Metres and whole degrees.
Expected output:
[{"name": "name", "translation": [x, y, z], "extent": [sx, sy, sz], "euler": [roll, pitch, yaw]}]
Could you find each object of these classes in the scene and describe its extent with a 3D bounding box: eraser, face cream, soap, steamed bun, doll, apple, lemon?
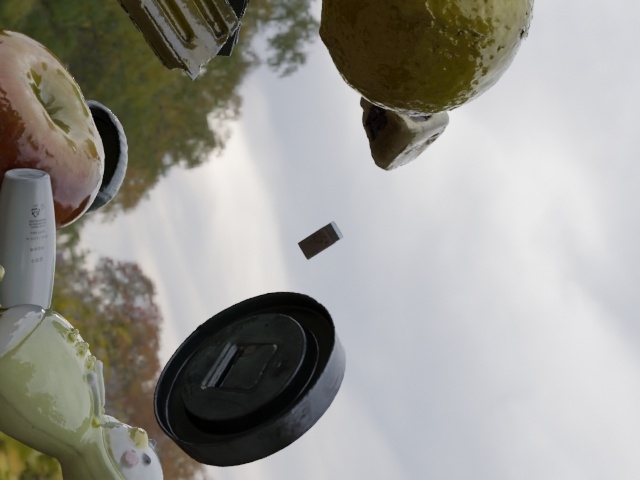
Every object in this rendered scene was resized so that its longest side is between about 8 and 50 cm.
[{"name": "eraser", "translation": [0.000, 0.000, 1.891], "extent": [0.083, 0.019, 0.038], "euler": [-33, -96, 32]}, {"name": "face cream", "translation": [-0.312, 0.017, 1.100], "extent": [0.051, 0.072, 0.182], "euler": [22, -68, 38]}, {"name": "soap", "translation": [-0.225, -0.370, 1.624], "extent": [0.076, 0.135, 0.233], "euler": [28, -16, 29]}, {"name": "steamed bun", "translation": [0.146, -0.238, 2.043], "extent": [0.155, 0.172, 0.141], "euler": [52, -48, 9]}, {"name": "doll", "translation": [-0.228, 0.152, 0.948], "extent": [0.296, 0.117, 0.141], "euler": [45, 3, -14]}, {"name": "apple", "translation": [-0.356, -0.116, 1.188], "extent": [0.210, 0.173, 0.235], "euler": [29, 40, -57]}, {"name": "lemon", "translation": [0.164, -0.375, 1.704], "extent": [0.387, 0.349, 0.350], "euler": [137, -61, -64]}]

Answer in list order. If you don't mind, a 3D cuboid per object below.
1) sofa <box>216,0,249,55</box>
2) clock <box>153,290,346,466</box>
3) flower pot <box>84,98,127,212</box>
[{"name": "sofa", "translation": [-0.169, -0.408, 1.856], "extent": [0.147, 0.060, 0.085], "euler": [110, -32, -45]}, {"name": "clock", "translation": [-0.110, 0.214, 1.654], "extent": [0.066, 0.319, 0.319], "euler": [60, -5, -33]}, {"name": "flower pot", "translation": [-0.503, -0.175, 2.207], "extent": [0.157, 0.189, 0.243], "euler": [-24, -124, 52]}]
